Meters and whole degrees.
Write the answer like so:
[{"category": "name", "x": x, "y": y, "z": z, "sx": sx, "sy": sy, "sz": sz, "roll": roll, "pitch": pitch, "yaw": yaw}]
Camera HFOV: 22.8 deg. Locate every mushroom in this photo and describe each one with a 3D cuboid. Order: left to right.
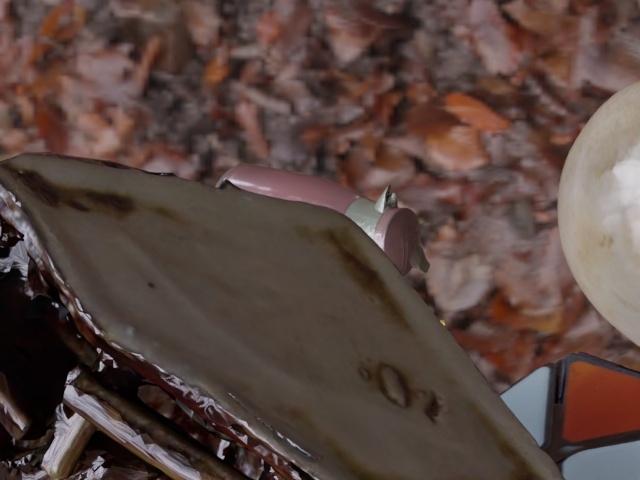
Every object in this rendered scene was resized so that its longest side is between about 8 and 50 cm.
[{"category": "mushroom", "x": 0.437, "y": -0.033, "z": 1.682, "sx": 0.362, "sy": 0.294, "sz": 0.362, "roll": 22, "pitch": 138, "yaw": 22}]

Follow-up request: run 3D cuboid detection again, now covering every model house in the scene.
[{"category": "model house", "x": -0.073, "y": 0.152, "z": 0.902, "sx": 0.282, "sy": 0.317, "sz": 0.297, "roll": -57, "pitch": 40, "yaw": 33}]

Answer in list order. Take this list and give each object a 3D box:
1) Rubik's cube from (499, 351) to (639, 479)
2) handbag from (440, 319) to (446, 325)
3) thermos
[{"category": "Rubik's cube", "x": 0.213, "y": 0.262, "z": 1.218, "sx": 0.250, "sy": 0.246, "sz": 0.248, "roll": 15, "pitch": 131, "yaw": 56}, {"category": "handbag", "x": 0.121, "y": 0.117, "z": 2.002, "sx": 0.083, "sy": 0.061, "sz": 0.027, "roll": 157, "pitch": 112, "yaw": -73}, {"category": "thermos", "x": 0.000, "y": 0.000, "z": 2.045, "sx": 0.265, "sy": 0.146, "sz": 0.176, "roll": 11, "pitch": 111, "yaw": 32}]
